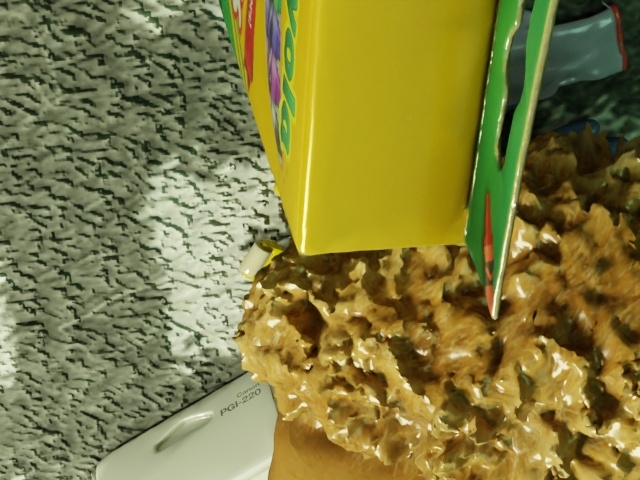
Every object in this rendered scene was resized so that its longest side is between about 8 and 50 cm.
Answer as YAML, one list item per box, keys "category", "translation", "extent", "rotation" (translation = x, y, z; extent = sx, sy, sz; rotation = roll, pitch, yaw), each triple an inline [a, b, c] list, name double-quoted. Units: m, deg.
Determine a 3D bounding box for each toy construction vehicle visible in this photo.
- category: "toy construction vehicle"
  translation: [0.000, 0.000, 0.855]
  extent: [0.098, 0.035, 0.086]
  rotation: [14, 122, -31]

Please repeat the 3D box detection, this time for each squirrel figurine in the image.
- category: "squirrel figurine"
  translation: [0.143, 0.142, 0.740]
  extent: [0.281, 0.370, 0.397]
  rotation: [-36, 121, -29]

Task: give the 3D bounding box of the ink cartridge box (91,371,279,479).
- category: "ink cartridge box"
  translation: [-0.036, 0.212, 0.955]
  extent: [0.158, 0.092, 0.218]
  rotation: [-31, 124, 8]

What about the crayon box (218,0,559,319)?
- category: "crayon box"
  translation: [0.014, -0.136, 0.584]
  extent: [0.081, 0.318, 0.202]
  rotation: [-3, 124, -12]

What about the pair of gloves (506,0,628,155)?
- category: "pair of gloves"
  translation: [0.122, -0.068, 0.843]
  extent: [0.159, 0.023, 0.198]
  rotation: [-15, 127, -4]
